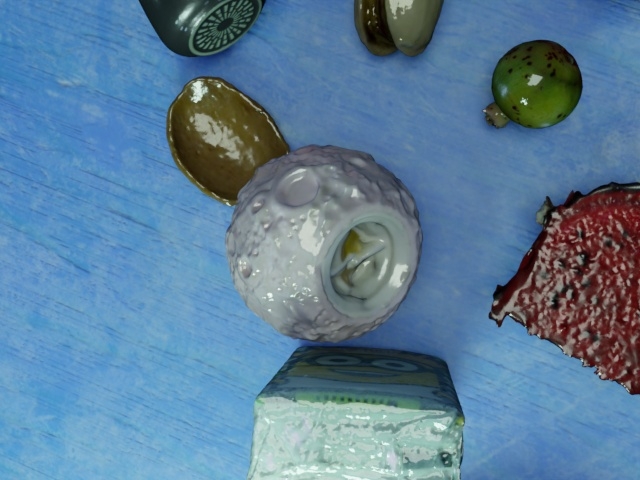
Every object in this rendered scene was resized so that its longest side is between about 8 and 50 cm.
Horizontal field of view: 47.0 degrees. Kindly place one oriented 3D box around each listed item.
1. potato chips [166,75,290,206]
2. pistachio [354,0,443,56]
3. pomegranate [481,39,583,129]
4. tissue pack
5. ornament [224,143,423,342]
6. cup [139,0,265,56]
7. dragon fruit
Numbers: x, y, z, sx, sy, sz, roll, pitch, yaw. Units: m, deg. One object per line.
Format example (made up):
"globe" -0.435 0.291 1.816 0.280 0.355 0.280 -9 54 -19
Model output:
"potato chips" -0.135 -0.139 1.071 0.202 0.049 0.150 39 92 7
"pistachio" 0.117 -0.354 1.004 0.130 0.131 0.206 19 102 52
"pomegranate" 0.281 -0.207 0.979 0.130 0.130 0.130 0 91 8
"tissue pack" 0.053 0.217 0.920 0.228 0.311 0.127 5 92 7
"ornament" 0.000 0.000 0.959 0.260 0.225 0.259 -10 109 -30
"cup" -0.158 -0.372 1.028 0.223 0.169 0.176 -32 77 -27
"dragon fruit" 0.425 0.062 0.973 0.344 0.100 0.282 31 93 3
